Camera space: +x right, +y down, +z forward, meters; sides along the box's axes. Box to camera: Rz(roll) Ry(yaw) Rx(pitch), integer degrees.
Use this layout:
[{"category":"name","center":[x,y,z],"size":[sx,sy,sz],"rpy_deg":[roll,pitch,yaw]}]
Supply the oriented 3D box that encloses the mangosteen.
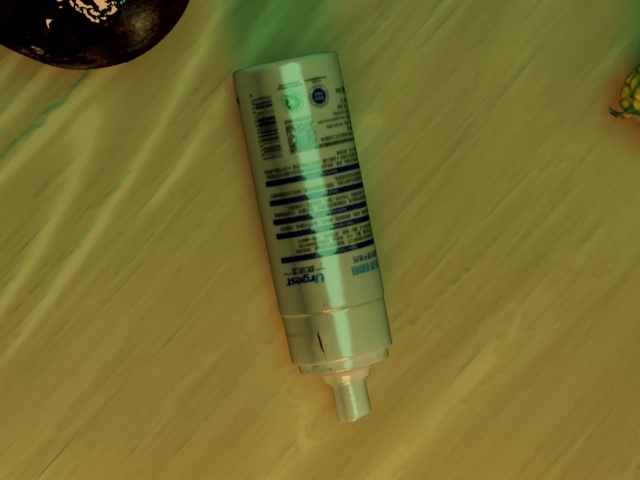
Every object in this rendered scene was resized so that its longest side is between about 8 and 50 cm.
[{"category":"mangosteen","center":[-0.189,-0.259,1.408],"size":[0.211,0.211,0.250],"rpy_deg":[14,63,-11]}]

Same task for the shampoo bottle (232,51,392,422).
[{"category":"shampoo bottle","center":[0.000,0.000,1.496],"size":[0.092,0.092,0.303],"rpy_deg":[-13,95,-11]}]

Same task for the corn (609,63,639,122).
[{"category":"corn","center":[0.383,-0.176,1.565],"size":[0.310,0.101,0.101],"rpy_deg":[-37,98,-11]}]
